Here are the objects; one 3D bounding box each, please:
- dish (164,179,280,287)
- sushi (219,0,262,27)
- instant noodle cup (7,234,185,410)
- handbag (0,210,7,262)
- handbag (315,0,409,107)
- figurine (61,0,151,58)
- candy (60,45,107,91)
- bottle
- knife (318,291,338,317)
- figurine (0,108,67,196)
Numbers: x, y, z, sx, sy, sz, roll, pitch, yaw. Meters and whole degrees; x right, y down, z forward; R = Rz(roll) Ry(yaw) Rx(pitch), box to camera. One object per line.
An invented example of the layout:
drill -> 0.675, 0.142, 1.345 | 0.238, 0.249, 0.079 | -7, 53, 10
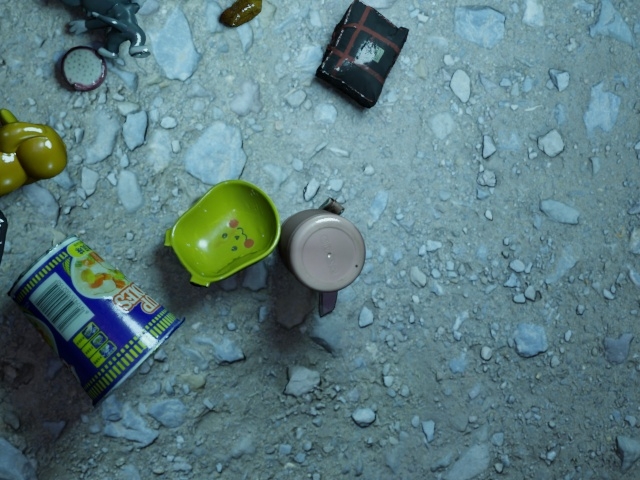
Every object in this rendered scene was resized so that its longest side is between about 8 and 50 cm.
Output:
dish -> -0.216, -0.003, 1.778 | 0.262, 0.108, 0.221 | -36, 69, -9
sushi -> -0.186, -0.552, 1.808 | 0.118, 0.061, 0.060 | -26, 65, -13
instant noodle cup -> -0.504, 0.164, 1.670 | 0.284, 0.284, 0.312 | -45, 93, -8
handbag -> -0.769, 0.062, 1.577 | 0.177, 0.275, 0.302 | 14, 88, -24
handbag -> 0.098, -0.450, 1.829 | 0.169, 0.155, 0.215 | 26, 88, -6
figurine -> -0.482, -0.513, 1.691 | 0.193, 0.140, 0.265 | -26, 68, 0
candy -> -0.540, -0.393, 1.735 | 0.103, 0.043, 0.103 | 0, 92, -14
bottle -> 0.000, 0.000, 1.753 | 0.173, 0.297, 0.206 | 38, 88, -13
knife -> 0.030, 0.082, 1.905 | 0.060, 0.028, 0.231 | 12, 92, -2
figurine -> -0.677, -0.175, 1.637 | 0.228, 0.215, 0.215 | -45, 101, -20
